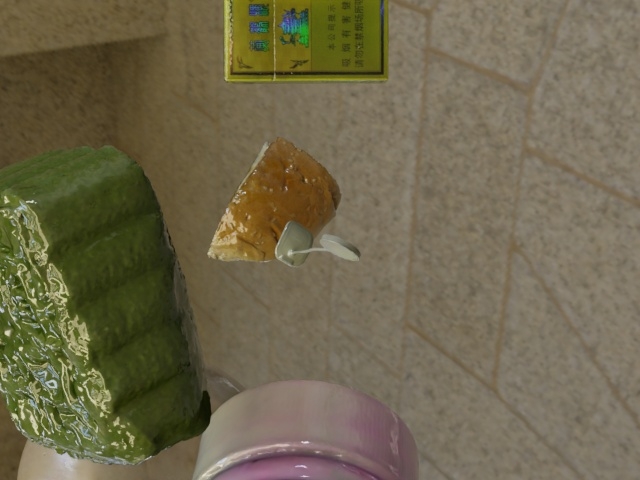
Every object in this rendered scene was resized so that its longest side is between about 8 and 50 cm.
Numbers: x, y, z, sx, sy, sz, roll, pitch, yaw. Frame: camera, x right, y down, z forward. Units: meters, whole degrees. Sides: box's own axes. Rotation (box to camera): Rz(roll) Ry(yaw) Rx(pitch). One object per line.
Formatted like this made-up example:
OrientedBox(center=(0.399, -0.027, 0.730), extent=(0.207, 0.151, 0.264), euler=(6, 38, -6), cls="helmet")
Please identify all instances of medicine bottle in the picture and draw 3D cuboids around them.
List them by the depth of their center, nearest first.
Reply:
OrientedBox(center=(-0.019, 0.296, 0.870), extent=(0.212, 0.325, 0.212), euler=(2, -53, 3), cls="medicine bottle")

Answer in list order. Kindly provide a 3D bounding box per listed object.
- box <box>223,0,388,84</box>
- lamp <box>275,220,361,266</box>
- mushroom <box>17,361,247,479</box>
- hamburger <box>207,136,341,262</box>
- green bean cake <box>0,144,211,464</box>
OrientedBox(center=(-0.020, -0.280, 1.439), extent=(0.220, 0.064, 0.140), euler=(-1, -86, -3), cls="box")
OrientedBox(center=(0.000, 0.000, 1.303), extent=(0.050, 0.198, 0.056), euler=(34, -105, -18), cls="lamp")
OrientedBox(center=(-0.229, 0.334, 1.467), extent=(0.362, 0.362, 0.294), euler=(-15, -16, -29), cls="mushroom")
OrientedBox(center=(-0.072, -0.045, 1.654), extent=(0.207, 0.155, 0.135), euler=(-51, -11, -42), cls="hamburger")
OrientedBox(center=(-0.194, 0.056, 0.853), extent=(0.125, 0.222, 0.248), euler=(-31, -74, -34), cls="green bean cake")
